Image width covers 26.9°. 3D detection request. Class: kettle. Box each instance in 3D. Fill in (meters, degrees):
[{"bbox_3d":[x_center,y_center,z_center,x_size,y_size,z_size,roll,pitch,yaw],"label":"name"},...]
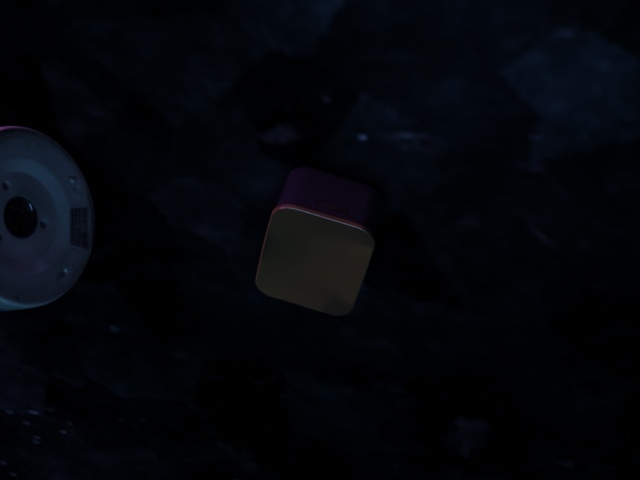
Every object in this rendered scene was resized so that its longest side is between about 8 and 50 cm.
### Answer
[{"bbox_3d":[-0.499,-0.004,1.915,0.342,0.247,0.319,-9,160,39],"label":"kettle"}]

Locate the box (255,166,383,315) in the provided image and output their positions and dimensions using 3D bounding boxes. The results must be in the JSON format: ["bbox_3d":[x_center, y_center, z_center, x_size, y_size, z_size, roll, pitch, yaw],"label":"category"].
[{"bbox_3d":[0.000,0.000,1.821,0.144,0.090,0.201,16,140,1],"label":"box"}]
